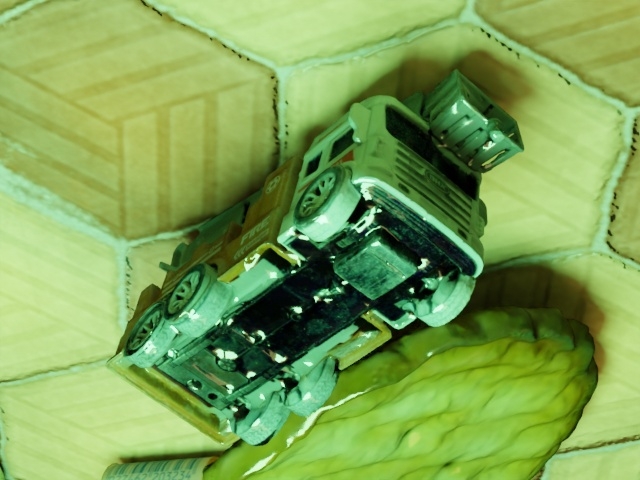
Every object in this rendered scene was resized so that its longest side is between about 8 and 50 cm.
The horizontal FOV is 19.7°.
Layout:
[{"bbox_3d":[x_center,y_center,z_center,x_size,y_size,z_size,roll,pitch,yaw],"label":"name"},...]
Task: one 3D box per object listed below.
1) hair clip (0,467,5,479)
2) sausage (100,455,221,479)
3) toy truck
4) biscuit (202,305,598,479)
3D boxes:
[{"bbox_3d":[-0.373,0.281,1.829,0.159,0.071,0.218,19,134,-6],"label":"hair clip"},{"bbox_3d":[-0.045,0.239,1.690,0.312,0.093,0.093,-7,136,17],"label":"sausage"},{"bbox_3d":[0.000,0.000,1.351,0.133,0.184,0.338,36,129,-22],"label":"toy truck"},{"bbox_3d":[0.080,0.161,1.525,0.329,0.078,0.335,-24,148,5],"label":"biscuit"}]
